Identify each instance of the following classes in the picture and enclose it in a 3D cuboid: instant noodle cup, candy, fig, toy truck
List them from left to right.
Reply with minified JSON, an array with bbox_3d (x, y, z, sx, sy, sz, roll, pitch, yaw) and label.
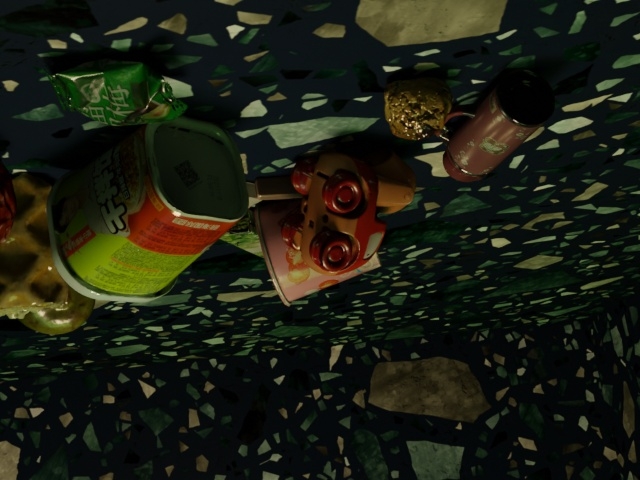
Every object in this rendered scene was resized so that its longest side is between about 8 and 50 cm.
[{"bbox_3d":[-0.636,0.113,2.249,0.203,0.203,0.225,3,-176,-34],"label":"fig"},{"bbox_3d":[-0.310,-0.228,1.470,0.203,0.078,0.141,4,152,0],"label":"candy"},{"bbox_3d":[-0.302,-0.066,1.727,0.294,0.294,0.308,7,150,-42],"label":"instant noodle cup"},{"bbox_3d":[0.000,0.000,2.116,0.231,0.243,0.243,-16,163,5],"label":"instant noodle cup"},{"bbox_3d":[0.070,-0.059,1.923,0.239,0.265,0.189,4,-164,-31],"label":"toy truck"}]

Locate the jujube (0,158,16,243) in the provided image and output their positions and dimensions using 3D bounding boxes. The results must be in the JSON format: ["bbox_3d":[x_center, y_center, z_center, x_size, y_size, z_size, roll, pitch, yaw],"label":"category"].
[{"bbox_3d":[-0.620,-0.085,1.590,0.197,0.197,0.290,-10,148,6],"label":"jujube"}]

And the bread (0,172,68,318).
[{"bbox_3d":[-0.598,0.022,1.875,0.196,0.252,0.238,-6,169,-22],"label":"bread"}]

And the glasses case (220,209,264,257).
[{"bbox_3d":[-0.146,-0.014,2.275,0.095,0.062,0.272,-8,164,22],"label":"glasses case"}]

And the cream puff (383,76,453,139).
[{"bbox_3d":[0.166,-0.227,1.655,0.119,0.104,0.133,-9,164,25],"label":"cream puff"}]

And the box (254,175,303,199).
[{"bbox_3d":[-0.079,-0.110,2.008,0.115,0.048,0.025,-5,156,-11],"label":"box"}]

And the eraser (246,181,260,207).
[{"bbox_3d":[-0.249,-0.076,2.060,0.157,0.038,0.230,7,159,-40],"label":"eraser"}]

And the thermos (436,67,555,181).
[{"bbox_3d":[0.302,-0.196,1.798,0.136,0.109,0.330,-4,163,-16],"label":"thermos"}]
